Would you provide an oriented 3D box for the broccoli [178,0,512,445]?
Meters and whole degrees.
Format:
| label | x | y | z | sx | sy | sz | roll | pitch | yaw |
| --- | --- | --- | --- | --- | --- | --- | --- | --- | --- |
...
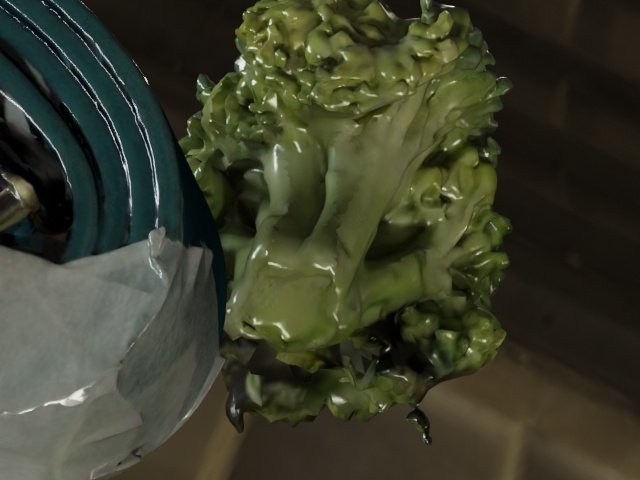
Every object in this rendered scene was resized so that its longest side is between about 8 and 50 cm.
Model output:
| label | x | y | z | sx | sy | sz | roll | pitch | yaw |
| --- | --- | --- | --- | --- | --- | --- | --- | --- | --- |
| broccoli | 0.010 | -0.003 | 1.277 | 0.293 | 0.348 | 0.281 | 37 | -154 | -4 |

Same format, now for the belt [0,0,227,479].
| label | x | y | z | sx | sy | sz | roll | pitch | yaw |
| --- | --- | --- | --- | --- | --- | --- | --- | --- | --- |
| belt | -0.257 | -0.027 | 1.077 | 0.436 | 0.300 | 0.173 | 35 | 165 | 24 |
